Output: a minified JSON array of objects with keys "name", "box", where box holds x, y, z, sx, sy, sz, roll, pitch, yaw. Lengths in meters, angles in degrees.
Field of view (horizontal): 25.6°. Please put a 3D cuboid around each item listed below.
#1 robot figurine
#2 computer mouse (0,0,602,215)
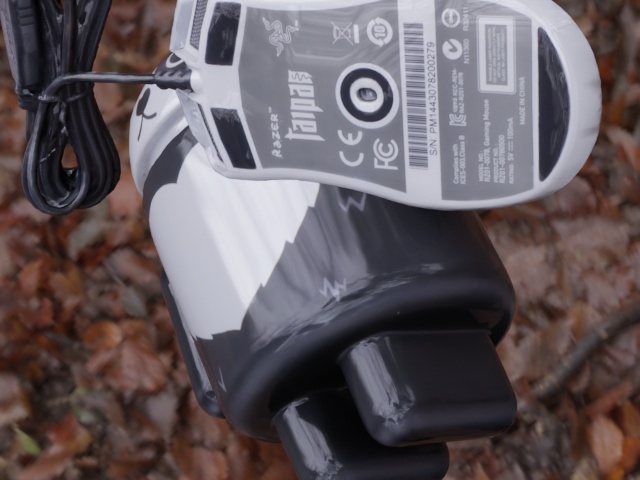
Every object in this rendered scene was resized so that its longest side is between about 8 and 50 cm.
[{"name":"robot figurine","box":[-0.003,0.001,0.772,0.209,0.173,0.278,-25,64,2]},{"name":"computer mouse","box":[-0.009,-0.049,0.420,0.193,0.106,0.042,8,25,22]}]
